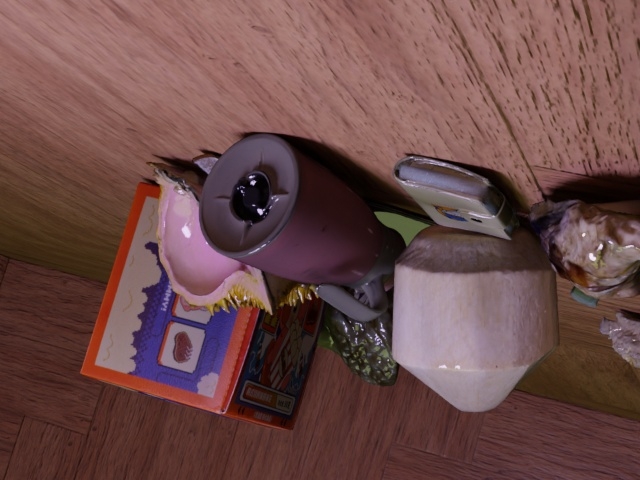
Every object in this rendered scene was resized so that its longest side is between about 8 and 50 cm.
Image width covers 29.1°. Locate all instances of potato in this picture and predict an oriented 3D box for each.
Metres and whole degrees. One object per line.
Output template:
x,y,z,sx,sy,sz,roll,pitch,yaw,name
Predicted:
-0.119,-0.090,1.580,0.093,0.036,0.037,40,-161,-24,potato

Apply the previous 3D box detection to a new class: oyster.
0.297,0.009,1.225,0.271,0.100,0.275,4,176,-38,oyster

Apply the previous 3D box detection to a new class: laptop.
0.062,-0.005,1.613,0.180,0.016,0.129,17,136,-6,laptop

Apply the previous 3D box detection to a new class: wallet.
0.152,-0.046,1.330,0.110,0.039,0.155,16,171,24,wallet

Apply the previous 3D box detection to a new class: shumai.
0.053,0.154,2.255,0.218,0.189,0.256,14,166,4,shumai

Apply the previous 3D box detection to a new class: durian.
-0.092,0.012,1.691,0.196,0.185,0.305,-14,-141,-42,durian

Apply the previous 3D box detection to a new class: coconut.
0.182,0.092,1.458,0.202,0.221,0.202,0,-172,0,coconut

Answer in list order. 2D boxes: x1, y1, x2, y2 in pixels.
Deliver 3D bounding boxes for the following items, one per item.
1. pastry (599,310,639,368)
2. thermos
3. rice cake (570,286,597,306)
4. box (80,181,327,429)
0.521,0.152,1.748,0.122,0.089,0.258,9,178,-26,pastry
0.000,0.000,1.450,0.146,0.176,0.265,-31,144,26,thermos
0.347,0.045,1.518,0.045,0.042,0.245,28,173,6,rice cake
-0.164,0.117,1.991,0.257,0.318,0.348,12,169,16,box
